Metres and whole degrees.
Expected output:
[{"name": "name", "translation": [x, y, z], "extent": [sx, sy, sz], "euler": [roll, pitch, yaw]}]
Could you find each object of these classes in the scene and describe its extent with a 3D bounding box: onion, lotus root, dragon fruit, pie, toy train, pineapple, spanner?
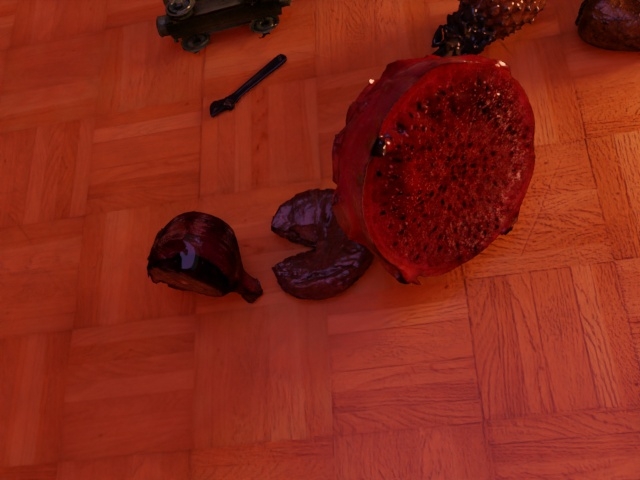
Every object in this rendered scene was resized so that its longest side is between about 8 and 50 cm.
[{"name": "onion", "translation": [-0.197, 0.038, 1.427], "extent": [0.218, 0.195, 0.140], "euler": [22, 66, -14]}, {"name": "lotus root", "translation": [0.580, -0.407, 1.491], "extent": [0.190, 0.094, 0.108], "euler": [23, 106, 18]}, {"name": "dragon fruit", "translation": [0.165, -0.137, 1.330], "extent": [0.249, 0.370, 0.387], "euler": [36, 104, 53]}, {"name": "pie", "translation": [0.000, 0.000, 1.450], "extent": [0.204, 0.054, 0.219], "euler": [-22, 61, 3]}, {"name": "toy train", "translation": [-0.216, -0.532, 1.730], "extent": [0.307, 0.126, 0.190], "euler": [-13, 61, 8]}, {"name": "pineapple", "translation": [0.283, -0.387, 1.516], "extent": [0.165, 0.165, 0.365], "euler": [35, 79, 26]}, {"name": "spanner", "translation": [-0.154, -0.331, 1.679], "extent": [0.208, 0.012, 0.046], "euler": [-41, 61, -8]}]
